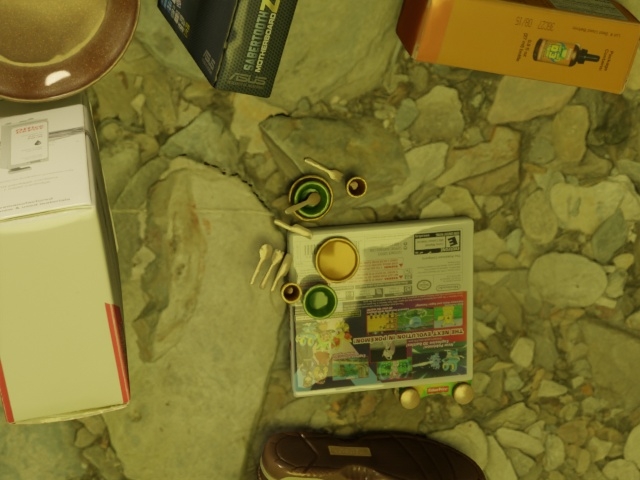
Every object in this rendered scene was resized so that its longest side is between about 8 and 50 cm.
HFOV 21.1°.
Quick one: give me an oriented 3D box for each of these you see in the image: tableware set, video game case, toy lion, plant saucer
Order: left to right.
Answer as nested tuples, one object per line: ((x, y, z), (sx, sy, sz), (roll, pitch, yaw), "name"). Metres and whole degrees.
((-0.267, -0.226, 1.590), (0.198, 0.036, 0.199), (-6, 117, -12), "plant saucer")
((0.000, 0.000, 1.773), (0.104, 0.024, 0.154), (25, 93, -15), "tableware set")
((0.065, 0.070, 1.834), (0.201, 0.023, 0.184), (-5, 106, -12), "video game case")
((0.119, 0.134, 1.890), (0.100, 0.034, 0.096), (-3, 108, -12), "toy lion")

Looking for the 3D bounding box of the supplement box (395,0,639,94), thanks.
((0.200, -0.210, 1.717), (0.233, 0.080, 0.078), (9, 115, -15), "supplement box")

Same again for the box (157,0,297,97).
((-0.077, -0.255, 1.541), (0.059, 0.233, 0.183), (8, 113, -24), "box")

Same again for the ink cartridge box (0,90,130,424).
((-0.252, 0.008, 1.598), (0.117, 0.283, 0.207), (-10, 117, -5), "ink cartridge box")

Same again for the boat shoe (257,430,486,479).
((0.053, 0.272, 1.914), (0.257, 0.095, 0.095), (10, 126, -11), "boat shoe")
